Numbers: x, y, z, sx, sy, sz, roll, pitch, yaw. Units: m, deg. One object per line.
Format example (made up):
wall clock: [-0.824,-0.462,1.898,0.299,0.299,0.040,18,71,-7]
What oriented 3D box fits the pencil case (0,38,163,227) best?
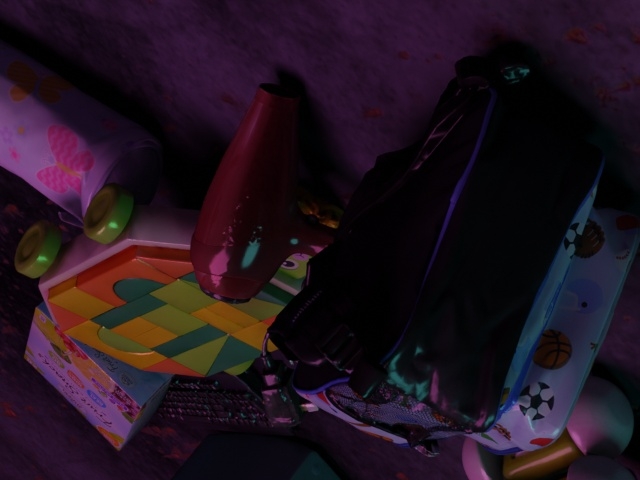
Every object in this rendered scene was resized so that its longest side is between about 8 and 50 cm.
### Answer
pencil case: [-0.284,-0.110,1.720,0.273,0.113,0.124,34,136,20]

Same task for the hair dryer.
hair dryer: [0.000,0.000,1.488,0.080,0.223,0.293,-99,-16,-71]

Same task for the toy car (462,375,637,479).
toy car: [0.213,0.212,1.467,0.136,0.182,0.159,30,135,-33]

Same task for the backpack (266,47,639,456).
backpack: [0.092,0.036,1.278,0.213,0.276,0.263,35,160,-15]

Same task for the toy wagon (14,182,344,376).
toy wagon: [-0.114,0.036,1.634,0.267,0.068,0.344,29,146,-31]

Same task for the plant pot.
plant pot: [-0.068,0.330,2.061,0.166,0.165,0.234,49,146,-14]

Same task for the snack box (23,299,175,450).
snack box: [-0.271,0.151,2.102,0.174,0.070,0.207,43,157,6]

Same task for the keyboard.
keyboard: [-0.167,0.162,2.081,0.201,0.033,0.317,52,152,-19]
